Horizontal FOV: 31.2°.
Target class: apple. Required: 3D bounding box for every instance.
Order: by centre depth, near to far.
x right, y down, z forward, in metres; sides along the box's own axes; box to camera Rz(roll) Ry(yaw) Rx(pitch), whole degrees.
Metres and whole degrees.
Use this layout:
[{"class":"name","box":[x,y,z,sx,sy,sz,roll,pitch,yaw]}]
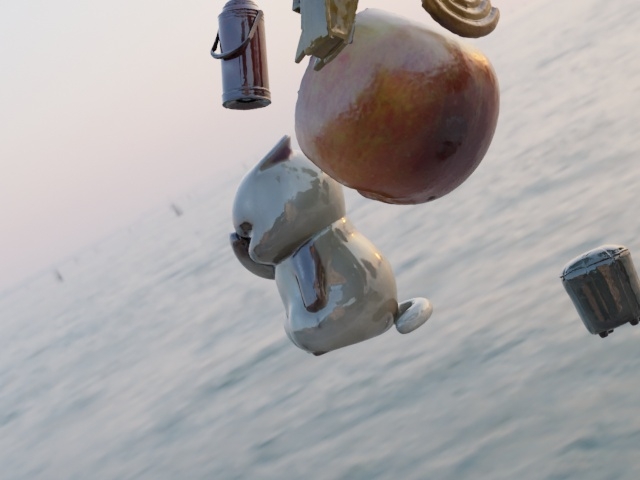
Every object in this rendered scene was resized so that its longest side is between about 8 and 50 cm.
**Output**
[{"class":"apple","box":[0.124,-0.152,1.500,0.163,0.293,0.251,37,105,49]}]

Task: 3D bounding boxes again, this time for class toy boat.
[{"class":"toy boat","box":[0.000,-0.277,1.173,0.064,0.206,0.072,14,-13,-41]}]

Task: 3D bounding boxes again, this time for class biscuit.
[{"class":"biscuit","box":[0.239,-0.454,2.123,0.033,0.224,0.144,-37,18,47]}]

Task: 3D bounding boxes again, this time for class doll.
[{"class":"doll","box":[-0.013,0.028,1.843,0.226,0.370,0.215,-36,-1,5]}]

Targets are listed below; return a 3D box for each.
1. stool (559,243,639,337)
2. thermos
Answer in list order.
[{"class":"stool","box":[0.367,0.064,1.476,0.096,0.110,0.096,-22,-6,-2]},{"class":"thermos","box":[-0.143,-0.367,2.157,0.099,0.232,0.124,-11,-12,34]}]
